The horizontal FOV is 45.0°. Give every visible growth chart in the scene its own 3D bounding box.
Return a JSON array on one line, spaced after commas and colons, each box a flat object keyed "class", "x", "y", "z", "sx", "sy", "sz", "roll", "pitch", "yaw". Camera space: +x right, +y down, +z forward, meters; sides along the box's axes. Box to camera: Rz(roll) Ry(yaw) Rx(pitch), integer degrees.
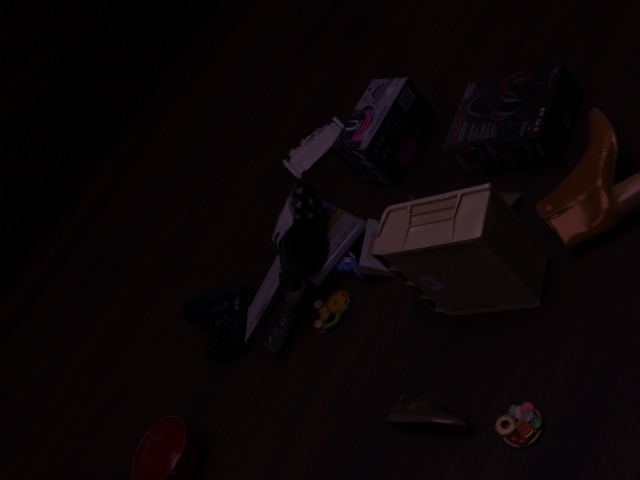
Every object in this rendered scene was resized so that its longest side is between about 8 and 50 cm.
[{"class": "growth chart", "x": -0.015, "y": -0.291, "z": 2.400, "sx": 0.237, "sy": 0.021, "sz": 0.172, "roll": -41, "pitch": 35, "yaw": 10}]

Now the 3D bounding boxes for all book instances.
[{"class": "book", "x": 0.149, "y": 0.018, "z": 1.876, "sx": 0.096, "sy": 0.035, "sz": 0.144, "roll": 10, "pitch": 55, "yaw": 4}]

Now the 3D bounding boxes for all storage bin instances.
[{"class": "storage bin", "x": 0.283, "y": 0.032, "z": 1.557, "sx": 0.260, "sy": 0.262, "sz": 0.123, "roll": -11, "pitch": 51, "yaw": 41}]

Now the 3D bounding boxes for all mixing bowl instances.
[{"class": "mixing bowl", "x": -0.364, "y": 0.535, "z": 1.898, "sx": 0.181, "sy": 0.098, "sz": 0.181, "roll": -27, "pitch": 40, "yaw": 26}]

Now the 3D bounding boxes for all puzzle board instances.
[{"class": "puzzle board", "x": 0.380, "y": -0.081, "z": 1.751, "sx": 0.128, "sy": 0.011, "sz": 0.096, "roll": 6, "pitch": 38, "yaw": 46}]

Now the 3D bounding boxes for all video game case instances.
[{"class": "video game case", "x": 0.000, "y": 0.000, "z": 2.054, "sx": 0.204, "sy": 0.025, "sz": 0.285, "roll": -50, "pitch": 25, "yaw": -4}]

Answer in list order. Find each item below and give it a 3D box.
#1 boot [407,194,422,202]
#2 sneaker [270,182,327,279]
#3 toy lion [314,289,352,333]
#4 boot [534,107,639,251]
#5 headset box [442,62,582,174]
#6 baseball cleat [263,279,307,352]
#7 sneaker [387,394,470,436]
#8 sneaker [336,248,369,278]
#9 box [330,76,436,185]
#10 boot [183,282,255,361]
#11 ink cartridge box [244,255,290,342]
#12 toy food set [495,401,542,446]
[{"class": "boot", "x": 0.222, "y": -0.026, "z": 1.842, "sx": 0.197, "sy": 0.073, "sz": 0.152, "roll": -121, "pitch": 53, "yaw": -80}, {"class": "sneaker", "x": -0.064, "y": 0.006, "z": 2.010, "sx": 0.146, "sy": 0.122, "sz": 0.331, "roll": -54, "pitch": 19, "yaw": 35}, {"class": "toy lion", "x": 0.033, "y": 0.170, "z": 1.894, "sx": 0.096, "sy": 0.034, "sz": 0.100, "roll": -22, "pitch": 42, "yaw": 21}, {"class": "boot", "x": 0.532, "y": -0.129, "z": 1.585, "sx": 0.211, "sy": 0.104, "sz": 0.295, "roll": -31, "pitch": 42, "yaw": 22}, {"class": "headset box", "x": 0.437, "y": -0.279, "z": 1.826, "sx": 0.293, "sy": 0.110, "sz": 0.218, "roll": -1, "pitch": 56, "yaw": 46}, {"class": "baseball cleat", "x": -0.092, "y": 0.179, "z": 1.949, "sx": 0.109, "sy": 0.072, "sz": 0.206, "roll": 102, "pitch": -173, "yaw": -61}, {"class": "sneaker", "x": 0.212, "y": 0.333, "z": 1.508, "sx": 0.188, "sy": 0.066, "sz": 0.071, "roll": -6, "pitch": 51, "yaw": 43}, {"class": "sneaker", "x": 0.077, "y": 0.067, "z": 1.928, "sx": 0.059, "sy": 0.053, "sz": 0.144, "roll": -45, "pitch": 26, "yaw": 3}, {"class": "box", "x": 0.169, "y": -0.295, "z": 2.082, "sx": 0.142, "sy": 0.163, "sz": 0.247, "roll": 9, "pitch": 63, "yaw": 49}, {"class": "boot", "x": -0.294, "y": 0.237, "z": 2.116, "sx": 0.246, "sy": 0.094, "sz": 0.207, "roll": -20, "pitch": 39, "yaw": 25}, {"class": "ink cartridge box", "x": -0.127, "y": 0.154, "z": 1.952, "sx": 0.181, "sy": 0.056, "sz": 0.225, "roll": -61, "pitch": 13, "yaw": 12}, {"class": "toy food set", "x": 0.360, "y": 0.331, "z": 1.391, "sx": 0.082, "sy": 0.020, "sz": 0.083, "roll": -46, "pitch": 34, "yaw": 1}]
